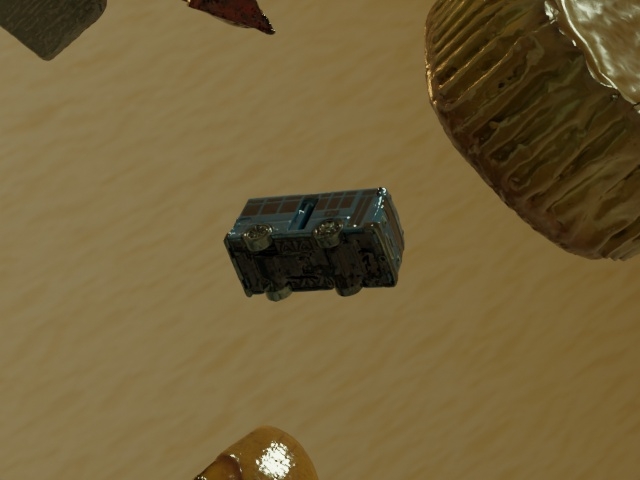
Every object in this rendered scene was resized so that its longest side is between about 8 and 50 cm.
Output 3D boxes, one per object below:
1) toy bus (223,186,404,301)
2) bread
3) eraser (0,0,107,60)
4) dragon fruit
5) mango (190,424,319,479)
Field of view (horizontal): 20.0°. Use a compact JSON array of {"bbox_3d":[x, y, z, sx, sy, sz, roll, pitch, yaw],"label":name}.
[{"bbox_3d":[0.000,0.000,1.989,0.185,0.106,0.090,-4,-55,24],"label":"toy bus"},{"bbox_3d":[0.188,-0.108,1.301,0.227,0.253,0.142,32,-55,-28],"label":"bread"},{"bbox_3d":[-0.283,-0.344,1.656,0.111,0.077,0.352,-33,-117,41],"label":"eraser"},{"bbox_3d":[-0.100,-0.235,1.785,0.097,0.063,0.131,58,-1,-16],"label":"dragon fruit"},{"bbox_3d":[-0.103,0.361,2.220,0.201,0.350,0.199,-23,-70,34],"label":"mango"}]
